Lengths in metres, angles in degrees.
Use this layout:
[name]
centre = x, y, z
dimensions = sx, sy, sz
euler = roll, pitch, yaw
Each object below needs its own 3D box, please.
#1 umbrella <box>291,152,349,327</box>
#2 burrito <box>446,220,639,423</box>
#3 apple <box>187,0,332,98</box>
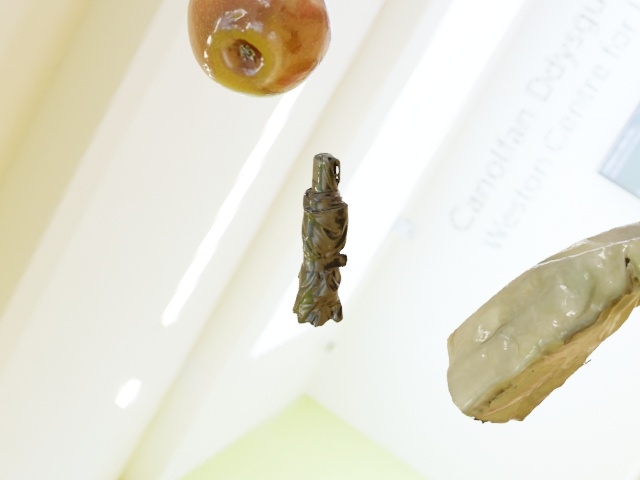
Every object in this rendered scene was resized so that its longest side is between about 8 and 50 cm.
[umbrella]
centre = 0.000, 0.000, 1.741
dimensions = 0.066, 0.059, 0.236
euler = -11, -61, -25
[burrito]
centre = 0.303, 0.079, 1.618
dimensions = 0.332, 0.135, 0.190
euler = -40, -27, 20
[apple]
centre = -0.084, -0.285, 1.826
dimensions = 0.162, 0.201, 0.201
euler = -76, 10, -57
